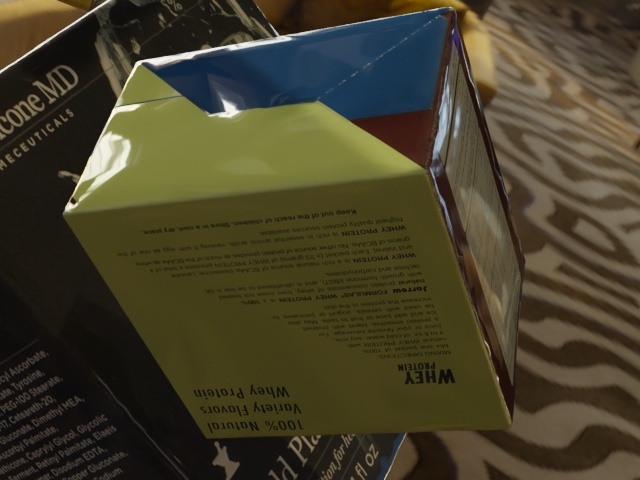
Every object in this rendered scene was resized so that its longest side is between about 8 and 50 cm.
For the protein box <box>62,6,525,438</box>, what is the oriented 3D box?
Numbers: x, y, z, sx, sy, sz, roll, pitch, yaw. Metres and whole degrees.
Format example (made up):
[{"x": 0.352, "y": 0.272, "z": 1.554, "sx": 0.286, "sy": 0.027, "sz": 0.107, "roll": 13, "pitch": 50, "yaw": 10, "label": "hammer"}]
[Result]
[{"x": 0.000, "y": 0.000, "z": 0.641, "sx": 0.199, "sy": 0.201, "sz": 0.136, "roll": -6, "pitch": 43, "yaw": 20, "label": "protein box"}]

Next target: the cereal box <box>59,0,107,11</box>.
[{"x": -0.212, "y": -0.329, "z": 1.255, "sx": 0.047, "sy": 0.173, "sz": 0.240, "roll": 19, "pitch": 6, "yaw": 9, "label": "cereal box"}]

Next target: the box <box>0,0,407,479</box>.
[{"x": -0.154, "y": 0.050, "z": 1.033, "sx": 0.472, "sy": 0.297, "sz": 0.480, "roll": 50, "pitch": 37, "yaw": -12, "label": "box"}]
